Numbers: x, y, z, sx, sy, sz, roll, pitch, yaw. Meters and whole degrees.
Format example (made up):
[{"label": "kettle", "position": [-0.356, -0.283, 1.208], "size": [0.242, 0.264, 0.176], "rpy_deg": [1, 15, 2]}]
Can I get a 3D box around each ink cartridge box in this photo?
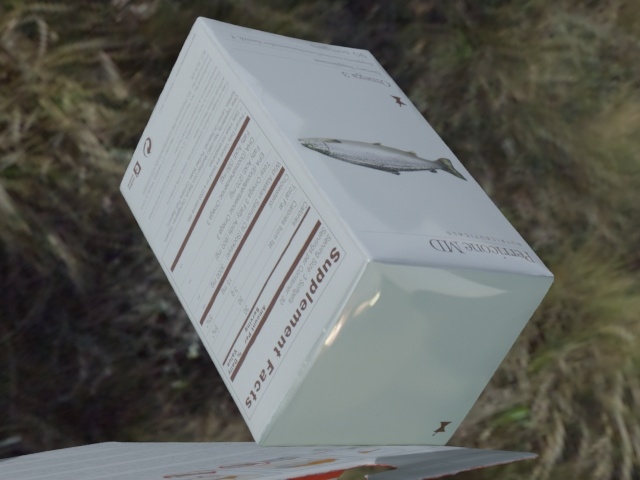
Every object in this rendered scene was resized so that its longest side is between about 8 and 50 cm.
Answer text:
[{"label": "ink cartridge box", "position": [-0.109, 0.177, 0.843], "size": [0.308, 0.385, 0.091], "rpy_deg": [0, 86, -50]}]

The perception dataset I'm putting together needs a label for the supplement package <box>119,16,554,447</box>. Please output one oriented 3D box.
[{"label": "supplement package", "position": [0.000, -0.005, 0.643], "size": [0.105, 0.105, 0.179], "rpy_deg": [6, 35, -37]}]
